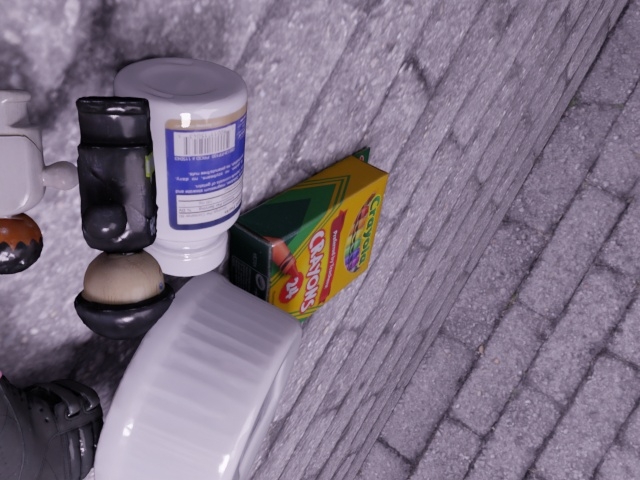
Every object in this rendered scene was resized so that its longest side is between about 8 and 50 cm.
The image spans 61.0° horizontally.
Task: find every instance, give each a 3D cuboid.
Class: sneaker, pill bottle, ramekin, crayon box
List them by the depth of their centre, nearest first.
[{"bbox_3d":[-0.284,0.148,0.491,0.147,0.104,0.295,-51,149,-54],"label":"sneaker"},{"bbox_3d":[-0.128,-0.063,0.511,0.112,0.112,0.186,-33,144,-43],"label":"pill bottle"},{"bbox_3d":[-0.126,0.187,0.647,0.277,0.135,0.277,21,90,-84],"label":"ramekin"},{"bbox_3d":[0.000,0.000,0.838,0.318,0.081,0.202,-35,144,-41],"label":"crayon box"}]

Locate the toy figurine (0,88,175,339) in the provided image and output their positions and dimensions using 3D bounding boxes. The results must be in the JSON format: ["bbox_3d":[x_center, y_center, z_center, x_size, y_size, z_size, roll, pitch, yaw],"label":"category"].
[{"bbox_3d":[-0.211,-0.009,0.308,0.213,0.209,0.148,-23,120,-56],"label":"toy figurine"}]
